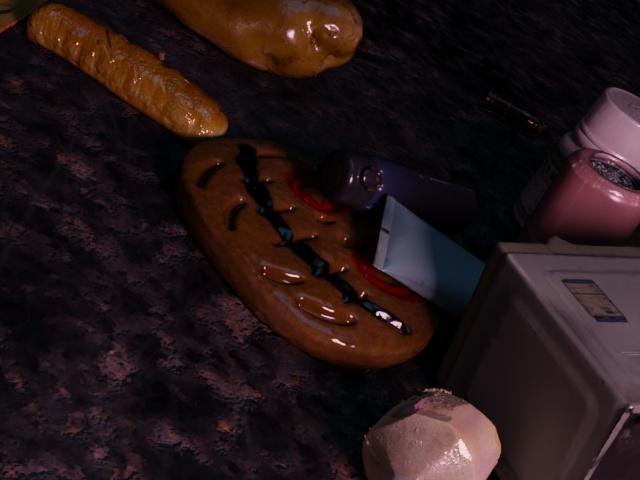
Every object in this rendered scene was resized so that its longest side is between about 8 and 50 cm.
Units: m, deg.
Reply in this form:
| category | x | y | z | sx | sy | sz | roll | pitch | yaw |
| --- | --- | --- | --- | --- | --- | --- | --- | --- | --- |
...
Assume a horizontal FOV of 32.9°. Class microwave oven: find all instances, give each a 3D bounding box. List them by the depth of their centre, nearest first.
| category | x | y | z | sx | sy | sz | roll | pitch | yaw |
| --- | --- | --- | --- | --- | --- | --- | --- | --- | --- |
| microwave oven | 0.345 | 0.163 | 1.142 | 0.355 | 0.218 | 0.286 | 2 | 36 | -27 |

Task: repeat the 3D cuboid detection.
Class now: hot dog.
| category | x | y | z | sx | sy | sz | roll | pitch | yaw |
| --- | --- | --- | --- | --- | --- | --- | --- | --- | --- |
| hot dog | -0.241 | -0.211 | 1.364 | 0.286 | 0.061 | 0.088 | 29 | 42 | -1 |

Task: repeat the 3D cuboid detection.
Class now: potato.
| category | x | y | z | sx | sy | sz | roll | pitch | yaw |
| --- | --- | --- | --- | --- | --- | --- | --- | --- | --- |
| potato | -0.114 | -0.351 | 1.603 | 0.369 | 0.176 | 0.195 | 26 | 70 | 5 |

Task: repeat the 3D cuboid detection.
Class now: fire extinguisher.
| category | x | y | z | sx | sy | sz | roll | pitch | yaw |
| --- | --- | --- | --- | --- | --- | --- | --- | --- | --- |
| fire extinguisher | 0.348 | -0.223 | 1.925 | 0.132 | 0.039 | 0.056 | 28 | 63 | -8 |

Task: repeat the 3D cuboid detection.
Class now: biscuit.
| category | x | y | z | sx | sy | sz | roll | pitch | yaw |
| --- | --- | --- | --- | --- | --- | --- | --- | --- | --- |
| biscuit | 0.001 | -0.001 | 1.274 | 0.314 | 0.063 | 0.367 | -8 | 47 | -46 |

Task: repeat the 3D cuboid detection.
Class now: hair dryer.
| category | x | y | z | sx | sy | sz | roll | pitch | yaw |
| --- | --- | --- | --- | --- | --- | --- | --- | --- | --- |
| hair dryer | 0.436 | 0.044 | 1.424 | 0.352 | 0.210 | 0.125 | 28 | 30 | 2 |

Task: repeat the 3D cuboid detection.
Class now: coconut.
| category | x | y | z | sx | sy | sz | roll | pitch | yaw |
| --- | --- | --- | --- | --- | --- | --- | --- | --- | --- |
| coconut | 0.100 | 0.202 | 1.016 | 0.116 | 0.116 | 0.122 | 39 | 27 | 13 |

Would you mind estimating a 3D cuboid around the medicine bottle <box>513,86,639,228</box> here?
| category | x | y | z | sx | sy | sz | roll | pitch | yaw |
| --- | --- | --- | --- | --- | --- | --- | --- | --- | --- |
| medicine bottle | 0.400 | -0.099 | 1.598 | 0.139 | 0.237 | 0.139 | 22 | 34 | -16 |

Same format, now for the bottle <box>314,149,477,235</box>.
| category | x | y | z | sx | sy | sz | roll | pitch | yaw |
| --- | --- | --- | --- | --- | --- | --- | --- | --- | --- |
| bottle | 0.097 | -0.058 | 1.330 | 0.082 | 0.072 | 0.244 | 6 | -4 | 45 |

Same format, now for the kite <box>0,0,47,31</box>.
| category | x | y | z | sx | sy | sz | roll | pitch | yaw |
| --- | --- | --- | --- | --- | --- | --- | --- | --- | --- |
| kite | -0.482 | -0.350 | 1.391 | 0.378 | 0.013 | 0.327 | 3 | 41 | -42 |

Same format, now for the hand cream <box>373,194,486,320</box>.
| category | x | y | z | sx | sy | sz | roll | pitch | yaw |
| --- | --- | --- | --- | --- | --- | --- | --- | --- | --- |
| hand cream | 0.185 | 0.069 | 1.278 | 0.312 | 0.070 | 0.111 | 33 | 47 | -19 |
